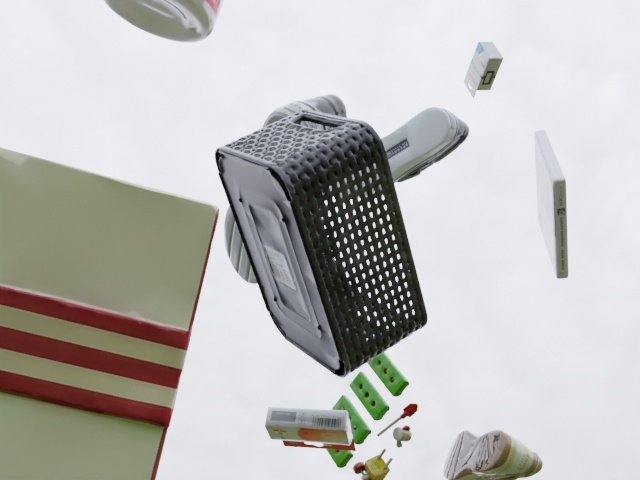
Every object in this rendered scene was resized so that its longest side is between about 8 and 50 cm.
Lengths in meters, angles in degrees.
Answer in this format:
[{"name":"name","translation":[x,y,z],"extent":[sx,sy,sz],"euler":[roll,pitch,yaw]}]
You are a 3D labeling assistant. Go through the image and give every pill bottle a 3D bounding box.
[{"name":"pill bottle","translation":[-0.120,-0.283,0.711],"extent":[0.108,0.180,0.108],"euler":[17,-12,4]}]

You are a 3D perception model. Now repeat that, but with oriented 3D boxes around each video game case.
[{"name":"video game case","translation":[0.368,-0.061,1.256],"extent":[0.022,0.190,0.173],"euler":[-7,-60,10]}]

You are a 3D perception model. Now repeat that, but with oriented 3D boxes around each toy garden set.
[{"name":"toy garden set","translation":[0.117,0.384,1.645],"extent":[0.049,0.204,0.244],"euler":[22,-70,-42]}]

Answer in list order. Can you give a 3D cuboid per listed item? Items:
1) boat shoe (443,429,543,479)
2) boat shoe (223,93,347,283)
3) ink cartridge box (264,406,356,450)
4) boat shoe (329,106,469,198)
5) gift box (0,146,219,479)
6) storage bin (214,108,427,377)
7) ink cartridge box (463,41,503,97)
[{"name":"boat shoe","translation":[0.314,0.421,1.490],"extent":[0.089,0.104,0.285],"euler":[24,-18,-5]},{"name":"boat shoe","translation":[-0.039,-0.061,1.104],"extent":[0.119,0.121,0.335],"euler":[-28,-22,-39]},{"name":"ink cartridge box","translation":[-0.016,0.358,1.423],"extent":[0.145,0.045,0.179],"euler":[1,-39,10]},{"name":"boat shoe","translation":[0.151,-0.161,1.533],"extent":[0.301,0.108,0.102],"euler":[-30,-24,33]},{"name":"gift box","translation":[-0.236,0.078,0.534],"extent":[0.258,0.255,0.276],"euler":[16,-18,-15]},{"name":"storage bin","translation":[0.000,0.000,0.614],"extent":[0.084,0.122,0.180],"euler":[-28,-63,-23]},{"name":"ink cartridge box","translation":[0.274,-0.287,1.328],"extent":[0.028,0.048,0.083],"euler":[-4,-40,-18]}]
